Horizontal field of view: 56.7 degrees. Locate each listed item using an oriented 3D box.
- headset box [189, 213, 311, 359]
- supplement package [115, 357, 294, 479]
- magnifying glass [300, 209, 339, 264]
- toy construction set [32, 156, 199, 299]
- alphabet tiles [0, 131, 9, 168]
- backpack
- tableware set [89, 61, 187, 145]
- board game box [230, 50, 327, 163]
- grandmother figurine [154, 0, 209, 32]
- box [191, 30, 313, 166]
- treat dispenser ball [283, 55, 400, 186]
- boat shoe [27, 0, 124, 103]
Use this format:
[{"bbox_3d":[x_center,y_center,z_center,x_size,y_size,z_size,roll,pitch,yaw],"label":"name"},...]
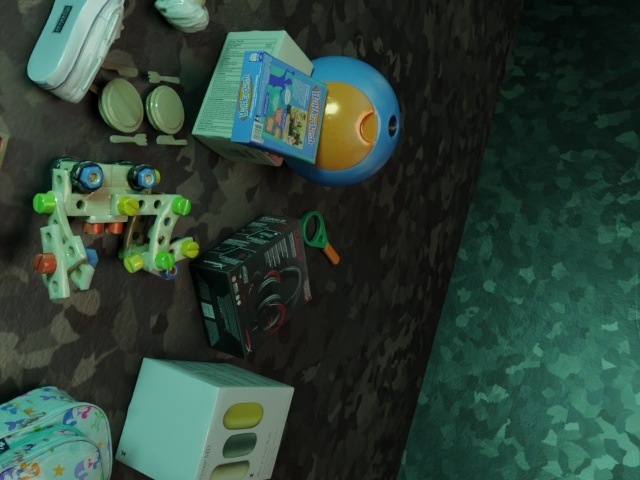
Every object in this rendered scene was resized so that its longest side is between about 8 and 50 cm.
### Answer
[{"bbox_3d":[-0.135,0.087,1.326,0.293,0.110,0.218,-39,130,-48],"label":"headset box"},{"bbox_3d":[-0.221,0.361,1.183,0.262,0.198,0.199,25,79,-58],"label":"supplement package"},{"bbox_3d":[0.000,0.000,1.614,0.231,0.026,0.092,51,56,-50],"label":"magnifying glass"},{"bbox_3d":[-0.333,-0.019,0.948,0.327,0.151,0.215,-16,113,-68],"label":"toy construction set"},{"bbox_3d":[-0.501,-0.055,0.697,0.285,0.011,0.343,26,76,-75],"label":"alphabet tiles"},{"bbox_3d":[-0.424,0.345,0.868,0.253,0.191,0.225,-26,121,-59],"label":"backpack"},{"bbox_3d":[-0.308,-0.224,1.016,0.194,0.039,0.128,-15,100,-63],"label":"tableware set"},{"bbox_3d":[-0.071,-0.240,1.101,0.210,0.047,0.160,8,92,-57],"label":"board game box"},{"bbox_3d":[-0.241,-0.508,0.952,0.208,0.104,0.342,-65,155,-51],"label":"grandmother figurine"},{"bbox_3d":[-0.132,-0.282,1.181,0.127,0.148,0.232,35,70,-56],"label":"box"},{"bbox_3d":[0.035,-0.264,1.330,0.288,0.288,0.288,-25,120,-54],"label":"treat dispenser ball"},{"bbox_3d":[-0.342,-0.330,0.888,0.258,0.095,0.084,-63,151,-7],"label":"boat shoe"}]
